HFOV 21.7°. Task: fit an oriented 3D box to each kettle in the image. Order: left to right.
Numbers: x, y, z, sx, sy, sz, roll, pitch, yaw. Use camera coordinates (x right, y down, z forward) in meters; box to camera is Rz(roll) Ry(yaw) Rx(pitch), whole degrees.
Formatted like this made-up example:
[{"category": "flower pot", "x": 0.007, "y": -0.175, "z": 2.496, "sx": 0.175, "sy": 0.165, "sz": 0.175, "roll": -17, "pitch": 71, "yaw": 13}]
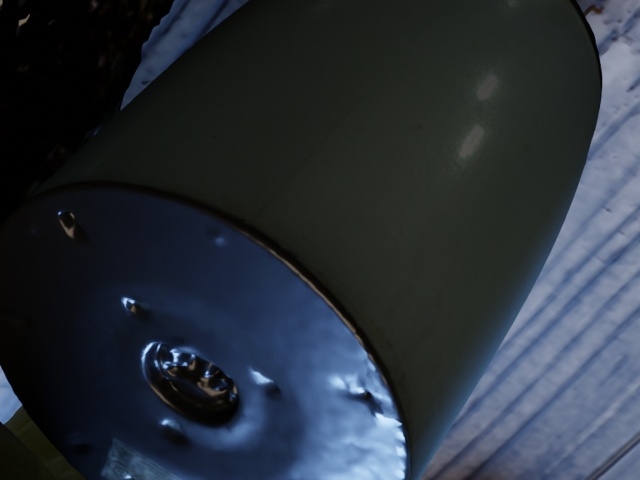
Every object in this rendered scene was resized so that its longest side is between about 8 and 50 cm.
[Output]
[{"category": "kettle", "x": 0.000, "y": 0.000, "z": 0.644, "sx": 0.161, "sy": 0.236, "sz": 0.221, "roll": 29, "pitch": 136, "yaw": 8}]

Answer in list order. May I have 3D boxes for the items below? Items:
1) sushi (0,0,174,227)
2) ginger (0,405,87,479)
[{"category": "sushi", "x": -0.224, "y": -0.114, "z": 0.605, "sx": 0.348, "sy": 0.234, "sz": 0.207, "roll": 19, "pitch": 125, "yaw": -12}, {"category": "ginger", "x": -0.131, "y": 0.129, "z": 0.645, "sx": 0.122, "sy": 0.348, "sz": 0.363, "roll": -51, "pitch": 135, "yaw": -2}]
